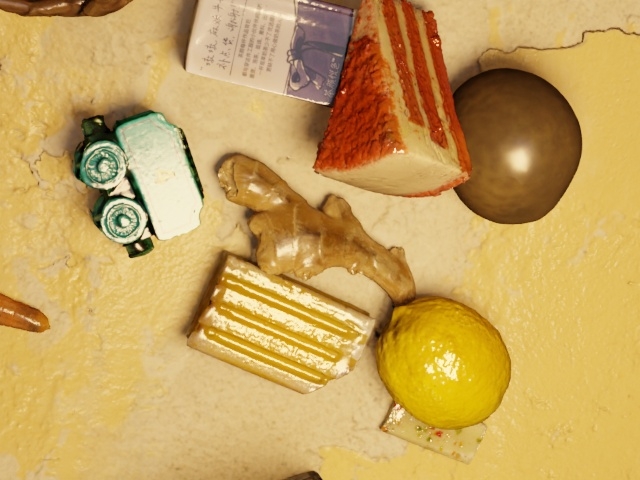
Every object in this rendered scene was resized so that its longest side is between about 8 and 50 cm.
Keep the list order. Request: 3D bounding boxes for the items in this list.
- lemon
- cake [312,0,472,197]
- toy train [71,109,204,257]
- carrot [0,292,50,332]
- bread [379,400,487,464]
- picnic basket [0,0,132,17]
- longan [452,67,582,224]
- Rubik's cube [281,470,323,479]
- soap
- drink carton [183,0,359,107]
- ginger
[{"bbox_3d":[0.171,0.169,1.590,0.180,0.180,0.193,-24,118,-4],"label":"lemon"},{"bbox_3d":[0.115,-0.186,1.470,0.158,0.159,0.262,12,93,-44],"label":"cake"},{"bbox_3d":[-0.242,-0.082,1.528,0.154,0.107,0.198,-21,102,-13],"label":"toy train"},{"bbox_3d":[-0.463,0.080,1.544,0.209,0.061,0.061,24,95,-16],"label":"carrot"},{"bbox_3d":[0.167,0.275,1.682,0.153,0.028,0.068,24,93,-13],"label":"bread"},{"bbox_3d":[-0.300,-0.412,1.357,0.337,0.337,0.293,-19,101,-5],"label":"picnic basket"},{"bbox_3d":[0.255,-0.126,1.552,0.198,0.198,0.212,3,100,-9],"label":"longan"},{"bbox_3d":[-0.085,0.499,1.509,0.305,0.304,0.301,-17,84,-7],"label":"Rubik's cube"},{"bbox_3d":[-0.055,0.123,1.600,0.232,0.073,0.140,24,96,-12],"label":"soap"},{"bbox_3d":[-0.064,-0.264,1.525,0.222,0.102,0.134,12,99,-10],"label":"drink carton"},{"bbox_3d":[0.000,0.000,1.586,0.333,0.081,0.148,24,54,-18],"label":"ginger"}]
